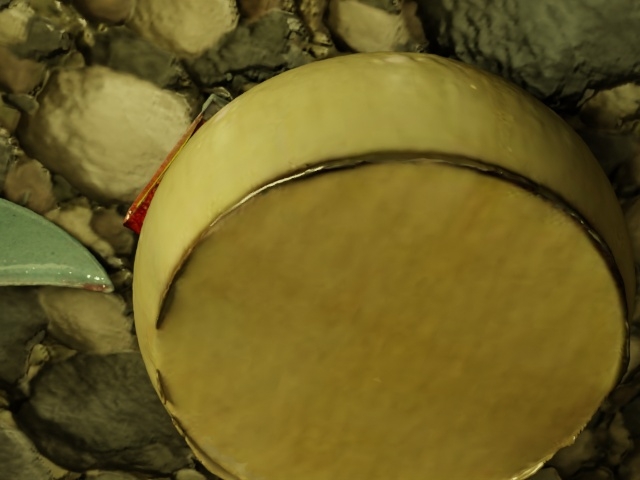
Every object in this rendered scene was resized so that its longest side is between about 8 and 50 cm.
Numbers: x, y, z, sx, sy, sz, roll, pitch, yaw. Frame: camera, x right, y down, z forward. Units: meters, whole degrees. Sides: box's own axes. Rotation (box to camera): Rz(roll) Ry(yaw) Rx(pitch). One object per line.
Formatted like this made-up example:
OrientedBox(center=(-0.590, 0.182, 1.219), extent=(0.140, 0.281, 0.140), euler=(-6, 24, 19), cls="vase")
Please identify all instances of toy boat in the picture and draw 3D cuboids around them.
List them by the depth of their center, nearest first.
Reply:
OrientedBox(center=(-0.175, 0.004, 1.003), extent=(0.122, 0.034, 0.096), euler=(-3, 131, -8), cls="toy boat")

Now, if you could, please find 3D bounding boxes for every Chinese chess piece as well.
OrientedBox(center=(0.033, 0.027, 0.939), extent=(0.257, 0.104, 0.257), euler=(-2, 126, -3), cls="Chinese chess piece")

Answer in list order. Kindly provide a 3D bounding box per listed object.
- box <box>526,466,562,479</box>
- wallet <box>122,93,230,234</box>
OrientedBox(center=(0.034, 0.259, 1.116), extent=(0.260, 0.111, 0.194), euler=(-10, 128, -16), cls="box")
OrientedBox(center=(0.000, 0.000, 0.997), extent=(0.196, 0.020, 0.103), euler=(27, 126, -20), cls="wallet")
